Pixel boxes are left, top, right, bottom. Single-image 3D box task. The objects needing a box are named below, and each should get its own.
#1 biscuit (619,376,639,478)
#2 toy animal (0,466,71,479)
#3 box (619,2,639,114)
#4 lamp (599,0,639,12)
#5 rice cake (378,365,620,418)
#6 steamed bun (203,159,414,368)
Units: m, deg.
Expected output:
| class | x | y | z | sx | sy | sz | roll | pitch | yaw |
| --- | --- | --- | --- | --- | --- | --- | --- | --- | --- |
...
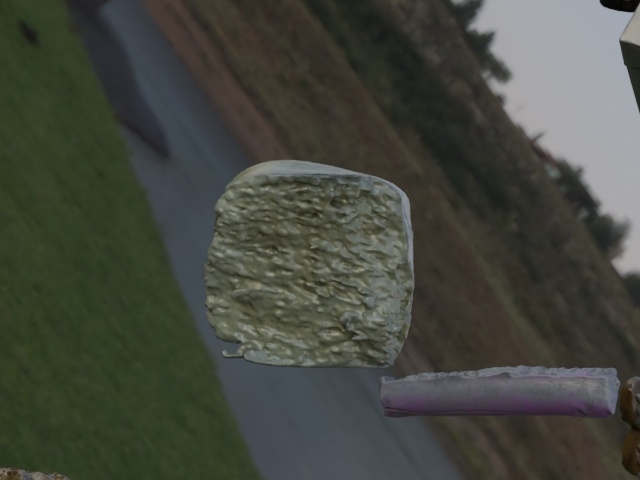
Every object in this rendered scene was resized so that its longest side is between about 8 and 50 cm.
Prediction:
| class | x | y | z | sx | sy | sz | roll | pitch | yaw |
| --- | --- | --- | --- | --- | --- | --- | --- | --- | --- |
| biscuit | 0.594 | 0.243 | 2.189 | 0.049 | 0.301 | 0.197 | 32 | -41 | 51 |
| toy animal | -0.420 | 0.341 | 1.893 | 0.275 | 0.149 | 0.054 | 23 | -64 | 38 |
| box | 0.441 | -0.240 | 1.686 | 0.067 | 0.155 | 0.243 | 26 | -11 | 27 |
| lamp | 0.469 | -0.473 | 2.040 | 0.303 | 0.303 | 0.257 | -121 | -159 | -61 |
| rice cake | 0.181 | 0.159 | 1.435 | 0.049 | 0.270 | 0.055 | -13 | 99 | -63 |
| steamed bun | 0.000 | 0.000 | 1.865 | 0.290 | 0.272 | 0.273 | 15 | 31 | 2 |
